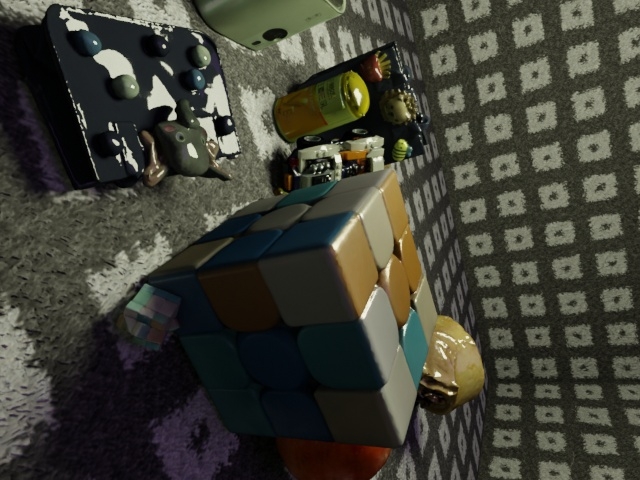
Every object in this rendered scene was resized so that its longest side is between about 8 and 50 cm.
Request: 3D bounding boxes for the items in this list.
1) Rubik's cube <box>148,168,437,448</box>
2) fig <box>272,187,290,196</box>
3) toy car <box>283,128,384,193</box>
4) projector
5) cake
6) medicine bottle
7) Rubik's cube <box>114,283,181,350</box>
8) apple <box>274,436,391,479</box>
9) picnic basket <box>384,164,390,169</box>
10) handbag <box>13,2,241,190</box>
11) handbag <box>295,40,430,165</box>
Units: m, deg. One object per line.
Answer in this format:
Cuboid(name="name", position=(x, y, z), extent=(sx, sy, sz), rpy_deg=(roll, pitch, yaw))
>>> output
Cuboid(name="Rubik's cube", position=(-0.016, 0.107, 0.764), extent=(0.347, 0.346, 0.345), rpy_deg=(-49, 122, -57))
Cuboid(name="fig", position=(0.020, 0.021, 1.011), extent=(0.314, 0.233, 0.233), rpy_deg=(31, 54, -48))
Cuboid(name="toy car", position=(0.038, -0.175, 1.090), extent=(0.301, 0.118, 0.193), rpy_deg=(-17, 126, -33))
Cuboid(name="projector", position=(-0.112, -0.596, 0.913), extent=(0.248, 0.249, 0.248), rpy_deg=(-11, 92, -62))
Cuboid(name="cake", position=(0.335, 0.441, 1.432), extent=(0.320, 0.332, 0.333), rpy_deg=(-11, 91, -25))
Cuboid(name="medicine bottle", position=(0.006, -0.337, 1.061), extent=(0.124, 0.238, 0.124), rpy_deg=(34, 49, -52))
Cuboid(name="Rubik's cube", position=(-0.251, 0.118, 0.615), extent=(0.073, 0.075, 0.084), rpy_deg=(-62, 171, 32))
Cuboid(name="apple", position=(0.027, 0.389, 0.864), extent=(0.242, 0.241, 0.241), rpy_deg=(-58, 144, -51))
Cuboid(name="picnic basket", position=(0.196, -0.308, 1.571), extent=(0.164, 0.079, 0.115), rpy_deg=(59, 34, -33))
Cuboid(name="handbag", position=(-0.257, -0.203, 0.667), extent=(0.325, 0.118, 0.269), rpy_deg=(-36, 114, -57))
Cuboid(name="handbag", position=(0.122, -0.350, 1.181), extent=(0.303, 0.329, 0.122), rpy_deg=(63, 32, -27))
